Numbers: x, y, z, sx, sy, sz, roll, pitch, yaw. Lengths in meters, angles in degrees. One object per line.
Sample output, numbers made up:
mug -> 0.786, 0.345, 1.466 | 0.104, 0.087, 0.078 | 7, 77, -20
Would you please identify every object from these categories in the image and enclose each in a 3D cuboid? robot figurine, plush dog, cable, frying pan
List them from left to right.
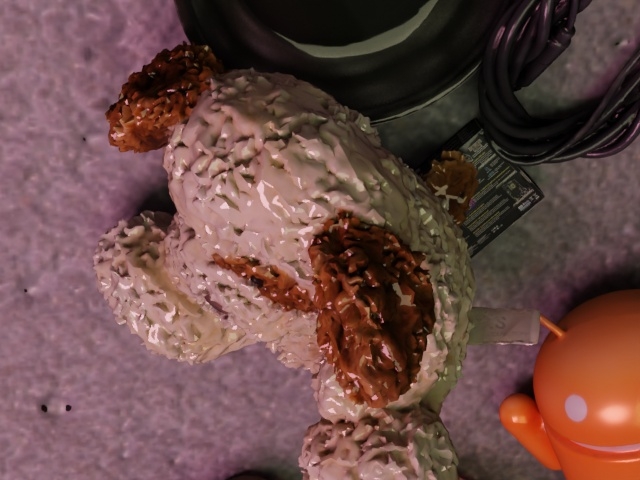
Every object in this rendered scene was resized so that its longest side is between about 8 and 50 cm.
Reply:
plush dog -> 0.000, 0.000, 0.715 | 0.210, 0.262, 0.225 | -47, 155, -6
frying pan -> 0.059, -0.198, 0.726 | 0.197, 0.053, 0.326 | 35, 110, -26
cable -> 0.161, -0.110, 0.776 | 0.184, 0.047, 0.150 | -45, 145, 23
robot figurine -> 0.212, 0.123, 0.893 | 0.128, 0.158, 0.219 | -36, 121, -17

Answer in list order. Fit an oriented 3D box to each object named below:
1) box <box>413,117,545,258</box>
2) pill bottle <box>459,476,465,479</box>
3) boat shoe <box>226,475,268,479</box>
box -> 0.086, -0.025, 0.852 | 0.083, 0.018, 0.067 | -41, 117, 12
pill bottle -> 0.039, 0.270, 0.941 | 0.121, 0.121, 0.221 | 23, 111, -21
boat shoe -> -0.108, 0.302, 0.924 | 0.110, 0.104, 0.307 | 23, 108, 6
